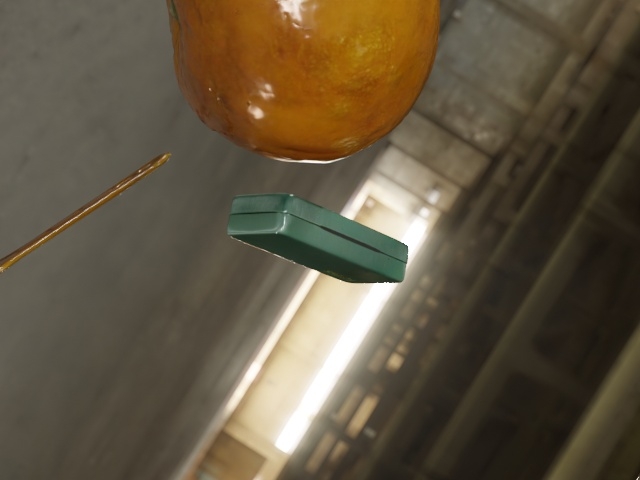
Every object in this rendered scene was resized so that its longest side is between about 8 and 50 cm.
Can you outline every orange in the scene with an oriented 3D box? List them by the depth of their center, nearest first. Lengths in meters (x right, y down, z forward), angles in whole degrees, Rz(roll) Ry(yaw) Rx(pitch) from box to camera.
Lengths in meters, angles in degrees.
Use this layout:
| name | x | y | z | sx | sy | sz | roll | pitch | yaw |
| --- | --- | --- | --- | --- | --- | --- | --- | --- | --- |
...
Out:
| name | x | y | z | sx | sy | sz | roll | pitch | yaw |
| --- | --- | --- | --- | --- | --- | --- | --- | --- | --- |
| orange | -0.017 | -0.202 | 1.384 | 0.284 | 0.226 | 0.283 | 169 | -90 | -85 |

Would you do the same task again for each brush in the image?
| name | x | y | z | sx | sy | sz | roll | pitch | yaw |
| --- | --- | --- | --- | --- | --- | --- | --- | --- | --- |
| brush | -0.289 | -0.004 | 1.761 | 0.314 | 0.017 | 0.090 | -34 | -168 | 0 |

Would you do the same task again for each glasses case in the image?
| name | x | y | z | sx | sy | sz | roll | pitch | yaw |
| --- | --- | --- | --- | --- | --- | --- | --- | --- | --- |
| glasses case | 0.000 | 0.000 | 1.573 | 0.078 | 0.184 | 0.039 | -2 | -107 | 42 |

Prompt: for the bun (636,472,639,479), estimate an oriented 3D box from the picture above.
| name | x | y | z | sx | sy | sz | roll | pitch | yaw |
| --- | --- | --- | --- | --- | --- | --- | --- | --- | --- |
| bun | 0.291 | 0.192 | 0.976 | 0.239 | 0.141 | 0.239 | -28 | -137 | 29 |
